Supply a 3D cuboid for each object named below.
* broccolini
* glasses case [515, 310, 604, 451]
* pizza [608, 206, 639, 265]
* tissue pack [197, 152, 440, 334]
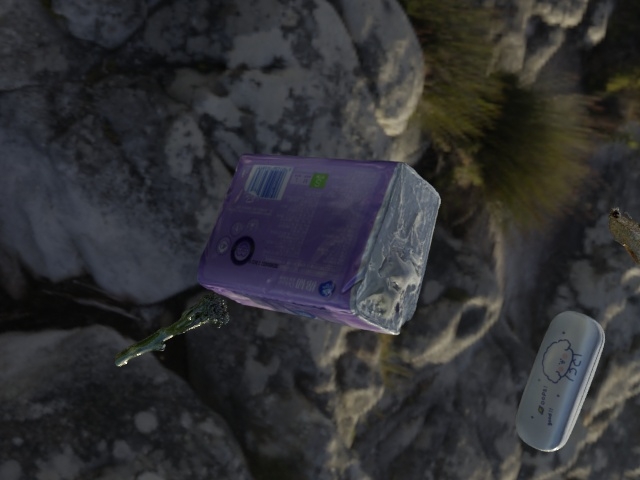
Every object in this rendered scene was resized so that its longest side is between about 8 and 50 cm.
[{"bbox_3d":[-0.254,0.151,1.608,0.067,0.216,0.058,47,22,-43],"label":"broccolini"},{"bbox_3d":[0.326,0.192,1.302,0.049,0.076,0.197,8,104,-54],"label":"glasses case"},{"bbox_3d":[0.682,0.005,2.032,0.189,0.297,0.071,17,116,-31],"label":"pizza"},{"bbox_3d":[0.000,0.000,1.490,0.160,0.338,0.242,33,71,-48],"label":"tissue pack"}]
